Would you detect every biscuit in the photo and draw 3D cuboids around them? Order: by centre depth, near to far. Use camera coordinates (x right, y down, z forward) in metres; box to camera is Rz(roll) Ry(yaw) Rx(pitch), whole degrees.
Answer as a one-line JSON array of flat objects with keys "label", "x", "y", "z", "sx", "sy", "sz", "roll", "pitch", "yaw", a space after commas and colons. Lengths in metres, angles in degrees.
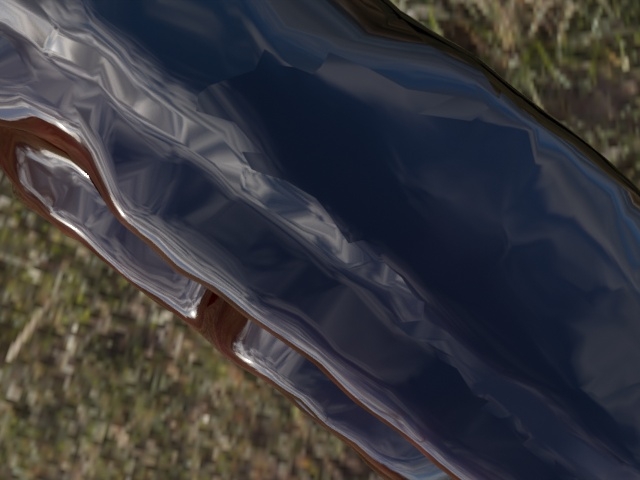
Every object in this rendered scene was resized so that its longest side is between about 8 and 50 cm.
[{"label": "biscuit", "x": 0.000, "y": 0.000, "z": 0.559, "sx": 0.407, "sy": 0.407, "sz": 0.091, "roll": 36, "pitch": 89, "yaw": -19}]
